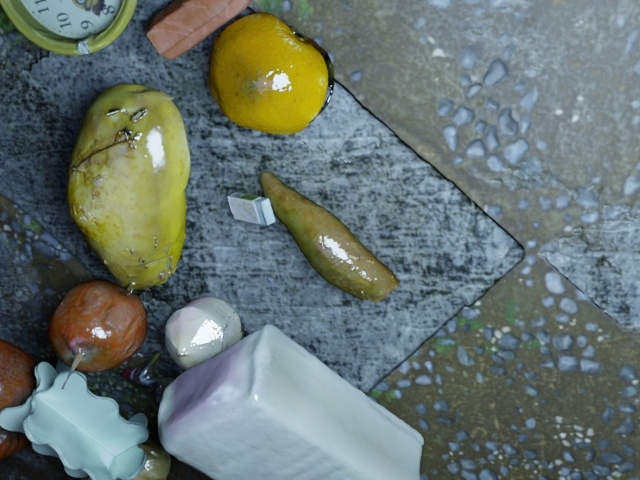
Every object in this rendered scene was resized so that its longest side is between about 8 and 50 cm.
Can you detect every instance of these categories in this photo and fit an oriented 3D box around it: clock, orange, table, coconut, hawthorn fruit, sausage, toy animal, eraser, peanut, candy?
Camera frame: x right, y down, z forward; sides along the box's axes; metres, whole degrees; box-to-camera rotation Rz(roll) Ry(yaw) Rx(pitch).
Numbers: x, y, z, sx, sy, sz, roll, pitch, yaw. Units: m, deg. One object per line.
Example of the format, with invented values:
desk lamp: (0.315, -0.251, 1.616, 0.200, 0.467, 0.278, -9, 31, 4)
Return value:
clock: (-0.334, -0.366, 1.136, 0.237, 0.057, 0.237, 7, 113, 17)
orange: (-0.070, -0.207, 1.089, 0.170, 0.112, 0.160, -13, 108, 12)
table: (-0.392, 0.297, 1.365, 0.167, 0.166, 0.198, -22, 127, 27)
coconut: (-0.176, 0.143, 1.271, 0.110, 0.124, 0.110, 8, 115, 19)
hawthorn fruit: (-0.593, 0.257, 1.441, 0.262, 0.210, 0.210, 18, 120, 34)
sausage: (-0.146, -0.299, 1.096, 0.169, 0.065, 0.065, -27, 102, 29)
toy animal: (-0.237, 0.254, 1.378, 0.202, 0.070, 0.105, 28, 77, 15)
eraser: (-0.096, -0.045, 1.194, 0.083, 0.019, 0.038, 13, 123, 50)
peanut: (-0.342, 0.413, 1.474, 0.229, 0.098, 0.103, -32, 69, 32)
candy: (-0.034, 0.292, 1.227, 0.208, 0.145, 0.359, -35, 118, 30)
hawthorn fruit: (-0.342, 0.133, 1.304, 0.149, 0.189, 0.149, 0, 94, -4)

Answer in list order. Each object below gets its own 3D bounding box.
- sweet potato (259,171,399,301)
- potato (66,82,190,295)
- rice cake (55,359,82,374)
sweet potato: (0.000, 0.000, 1.172, 0.244, 0.077, 0.077, 40, 120, -3)
potato: (-0.267, -0.067, 1.199, 0.173, 0.140, 0.300, 9, 115, 8)
rice cake: (-0.438, 0.252, 1.462, 0.042, 0.045, 0.245, 28, 120, 5)
